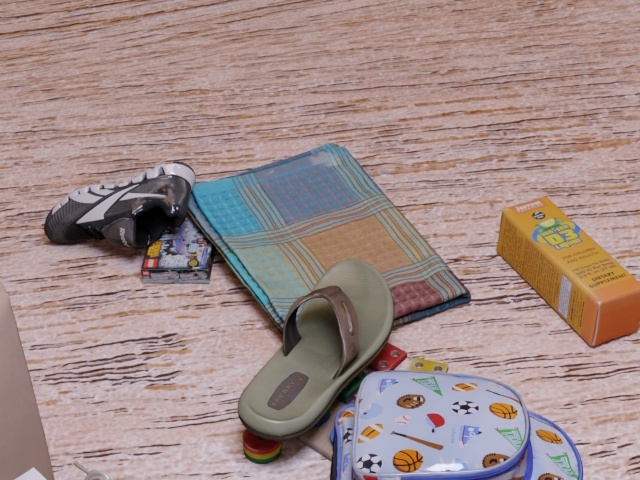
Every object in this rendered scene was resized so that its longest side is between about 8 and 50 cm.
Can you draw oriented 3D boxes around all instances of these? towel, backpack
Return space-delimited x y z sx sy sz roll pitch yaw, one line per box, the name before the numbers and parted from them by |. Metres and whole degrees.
towel | 0.000 0.000 1.887 0.271 0.040 0.370 -17 43 -23
backpack | 0.140 0.259 1.424 0.263 0.213 0.276 6 33 1

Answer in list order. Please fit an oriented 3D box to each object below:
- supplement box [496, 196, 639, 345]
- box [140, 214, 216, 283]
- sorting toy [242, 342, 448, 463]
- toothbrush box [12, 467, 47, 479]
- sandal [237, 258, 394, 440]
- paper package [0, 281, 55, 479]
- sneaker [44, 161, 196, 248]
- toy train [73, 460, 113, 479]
supplement box | 0.326 0.037 1.812 0.078 0.080 0.233 -17 38 -21
box | -0.194 0.007 1.922 0.094 0.027 0.137 -1 38 4
sorting toy | 0.041 0.194 1.652 0.132 0.046 0.274 29 47 34
toothbrush box | -0.291 0.381 1.238 0.206 0.283 0.122 -30 45 -32
sandal | 0.003 0.117 1.643 0.120 0.086 0.303 12 40 21
paper package | -0.419 0.251 1.391 0.168 0.309 0.325 4 37 12
sneaker | -0.282 -0.030 1.905 0.234 0.078 0.106 -18 48 14
toy train | -0.230 0.333 1.435 0.248 0.105 0.143 28 44 33
